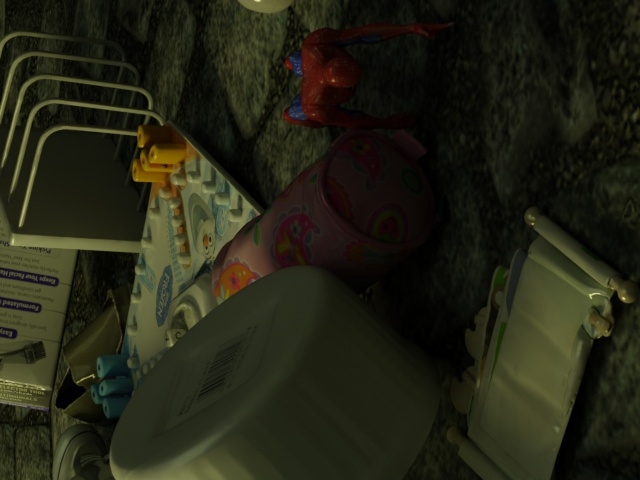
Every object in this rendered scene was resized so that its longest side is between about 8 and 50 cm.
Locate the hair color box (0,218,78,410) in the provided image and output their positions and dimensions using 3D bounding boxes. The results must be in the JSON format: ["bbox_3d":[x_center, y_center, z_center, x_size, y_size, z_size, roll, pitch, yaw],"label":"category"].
[{"bbox_3d":[-0.431,0.048,2.169,0.110,0.185,0.339,116,163,-63],"label":"hair color box"}]

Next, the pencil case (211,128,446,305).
[{"bbox_3d":[0.000,0.000,1.442,0.284,0.124,0.124,138,129,-56],"label":"pencil case"}]

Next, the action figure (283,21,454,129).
[{"bbox_3d":[0.039,-0.143,1.416,0.280,0.139,0.092,-132,42,-86],"label":"action figure"}]

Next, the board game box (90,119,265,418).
[{"bbox_3d":[-0.154,0.110,1.800,0.390,0.050,0.390,45,128,52],"label":"board game box"}]

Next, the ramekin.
[{"bbox_3d":[-0.046,0.148,1.328,0.277,0.135,0.277,-36,20,16],"label":"ramekin"}]

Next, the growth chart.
[{"bbox_3d":[0.158,0.094,1.202,0.172,0.021,0.237,-126,44,-53],"label":"growth chart"}]

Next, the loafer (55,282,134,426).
[{"bbox_3d":[-0.291,0.157,2.077,0.094,0.087,0.251,-113,35,-42],"label":"loafer"}]

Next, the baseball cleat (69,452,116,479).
[{"bbox_3d":[-0.243,0.277,1.849,0.072,0.109,0.206,59,180,-7],"label":"baseball cleat"}]

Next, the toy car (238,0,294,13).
[{"bbox_3d":[-0.089,-0.327,1.625,0.182,0.136,0.159,-135,51,-57],"label":"toy car"}]

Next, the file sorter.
[{"bbox_3d":[-0.315,-0.133,2.035,0.278,0.192,0.173,58,136,50],"label":"file sorter"}]

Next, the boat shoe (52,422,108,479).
[{"bbox_3d":[-0.308,0.359,2.130,0.075,0.083,0.226,29,126,50],"label":"boat shoe"}]
